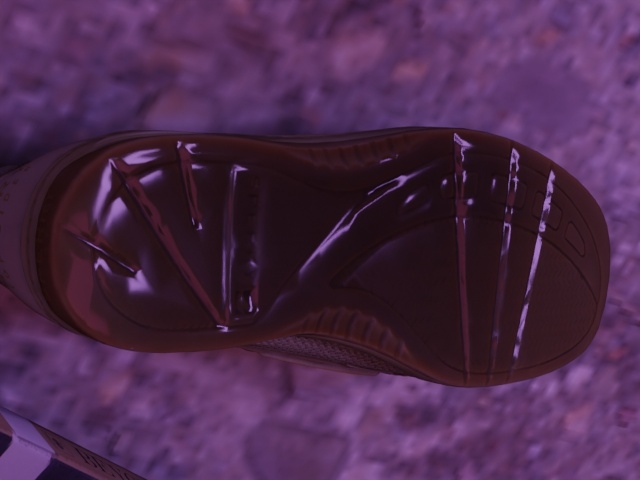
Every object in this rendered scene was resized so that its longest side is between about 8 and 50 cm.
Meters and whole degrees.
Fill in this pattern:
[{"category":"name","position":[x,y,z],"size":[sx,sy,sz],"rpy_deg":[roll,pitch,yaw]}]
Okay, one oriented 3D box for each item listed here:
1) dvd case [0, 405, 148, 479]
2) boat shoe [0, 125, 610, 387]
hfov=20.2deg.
[{"category":"dvd case","position":[-0.067,0.130,0.415],"size":[0.164,0.018,0.221],"rpy_deg":[-47,142,4]},{"category":"boat shoe","position":[-0.001,0.002,0.382],"size":[0.153,0.048,0.056],"rpy_deg":[0,96,-38]}]
